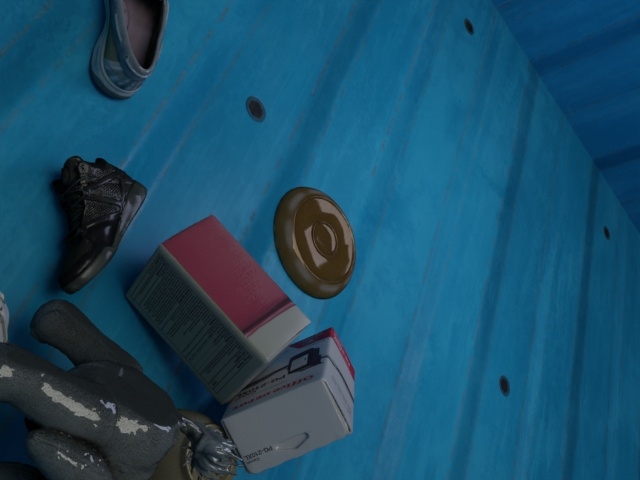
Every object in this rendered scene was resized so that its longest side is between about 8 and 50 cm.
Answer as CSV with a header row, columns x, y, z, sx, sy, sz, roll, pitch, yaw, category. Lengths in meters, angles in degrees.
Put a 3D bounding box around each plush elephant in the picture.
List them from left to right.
x,y,z,sx,sy,sz,roll,pitch,yaw,category
-0.296,0.268,0.894,0.330,0.255,0.272,36,6,-14,plush elephant

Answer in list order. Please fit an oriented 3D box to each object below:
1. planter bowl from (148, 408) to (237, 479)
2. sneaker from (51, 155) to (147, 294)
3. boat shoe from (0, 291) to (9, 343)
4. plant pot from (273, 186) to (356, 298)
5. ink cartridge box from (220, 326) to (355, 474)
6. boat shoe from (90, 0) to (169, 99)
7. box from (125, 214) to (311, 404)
x,y,z,sx,sy,sz,roll,pitch,yaw,category
-0.193,0.324,1.108,0.162,0.109,0.162,23,59,-43,planter bowl
-0.347,-0.033,1.086,0.130,0.087,0.227,43,44,-29,sneaker
-0.413,0.089,0.873,0.098,0.277,0.096,18,34,4,boat shoe
0.000,0.000,1.520,0.236,0.032,0.236,23,59,-43,plant pot
-0.042,0.246,1.190,0.237,0.172,0.100,-72,137,-78,ink cartridge box
-0.303,-0.389,1.257,0.118,0.103,0.320,29,56,-40,boat shoe
-0.157,0.104,1.144,0.232,0.148,0.127,47,40,5,box
